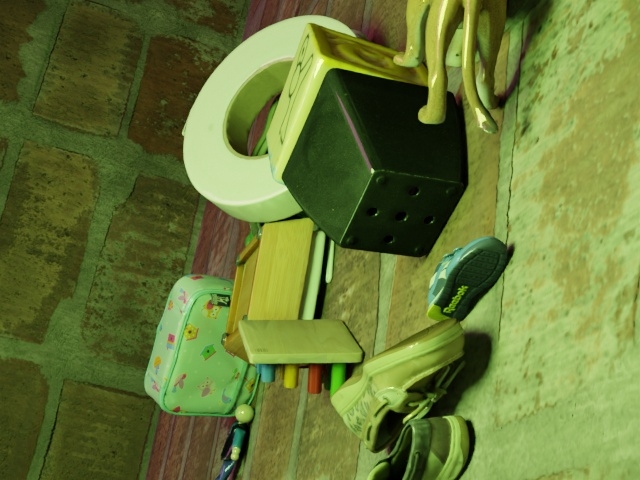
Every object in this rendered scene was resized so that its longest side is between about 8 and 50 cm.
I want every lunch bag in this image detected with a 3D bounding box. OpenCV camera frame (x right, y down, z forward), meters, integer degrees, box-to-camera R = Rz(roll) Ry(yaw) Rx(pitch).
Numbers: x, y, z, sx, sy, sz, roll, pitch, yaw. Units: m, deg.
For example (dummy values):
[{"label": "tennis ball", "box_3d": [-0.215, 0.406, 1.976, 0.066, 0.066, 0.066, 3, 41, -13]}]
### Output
[{"label": "lunch bag", "box_3d": [-0.206, 0.206, 2.008, 0.108, 0.224, 0.279, 33, 108, 54]}]

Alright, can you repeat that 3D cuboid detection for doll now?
[{"label": "doll", "box_3d": [-0.172, 0.410, 1.996, 0.129, 0.046, 0.189, -177, 109, -85]}]

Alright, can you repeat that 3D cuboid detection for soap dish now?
[{"label": "soap dish", "box_3d": [-0.089, 0.097, 1.831, 0.291, 0.118, 0.229, 138, 143, -69]}]

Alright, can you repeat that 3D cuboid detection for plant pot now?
[{"label": "plant pot", "box_3d": [0.081, -0.085, 1.307, 0.167, 0.187, 0.188, -110, 36, -46]}]

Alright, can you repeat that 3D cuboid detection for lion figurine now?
[{"label": "lion figurine", "box_3d": [0.162, -0.298, 1.216, 0.392, 0.142, 0.240, -113, 27, -59]}]

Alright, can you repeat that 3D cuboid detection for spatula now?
[{"label": "spatula", "box_3d": [0.000, 0.000, 1.832, 0.168, 0.019, 0.242, 125, 156, -52]}]

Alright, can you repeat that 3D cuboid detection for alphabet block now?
[{"label": "alphabet block", "box_3d": [0.043, -0.180, 1.501, 0.192, 0.193, 0.197, -105, 33, -61]}]

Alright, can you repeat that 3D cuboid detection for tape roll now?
[{"label": "tape roll", "box_3d": [-0.071, -0.215, 1.787, 0.392, 0.072, 0.392, -19, 54, 28]}]

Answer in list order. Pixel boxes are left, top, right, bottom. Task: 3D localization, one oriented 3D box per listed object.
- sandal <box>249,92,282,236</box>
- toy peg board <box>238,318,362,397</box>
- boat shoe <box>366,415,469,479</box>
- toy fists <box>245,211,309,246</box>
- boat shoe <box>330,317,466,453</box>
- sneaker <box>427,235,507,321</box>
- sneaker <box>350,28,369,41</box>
[{"label": "sandal", "box_3d": [-0.074, -0.144, 1.893, 0.120, 0.086, 0.302, 75, -150, -66]}, {"label": "toy peg board", "box_3d": [-0.034, 0.177, 1.511, 0.161, 0.161, 0.079, -130, 41, -74]}, {"label": "boat shoe", "box_3d": [0.084, 0.264, 1.099, 0.080, 0.073, 0.223, -92, 23, -51]}, {"label": "toy fists", "box_3d": [-0.085, -0.040, 2.044, 0.279, 0.096, 0.142, 118, 165, -50]}, {"label": "boat shoe", "box_3d": [0.097, 0.165, 1.146, 0.089, 0.105, 0.285, 61, 157, 13]}, {"label": "sneaker", "box_3d": [0.156, 0.032, 1.120, 0.144, 0.053, 0.059, 124, 160, -49]}, {"label": "sneaker", "box_3d": [0.033, -0.270, 1.869, 0.132, 0.086, 0.228, -119, 47, -67]}]
